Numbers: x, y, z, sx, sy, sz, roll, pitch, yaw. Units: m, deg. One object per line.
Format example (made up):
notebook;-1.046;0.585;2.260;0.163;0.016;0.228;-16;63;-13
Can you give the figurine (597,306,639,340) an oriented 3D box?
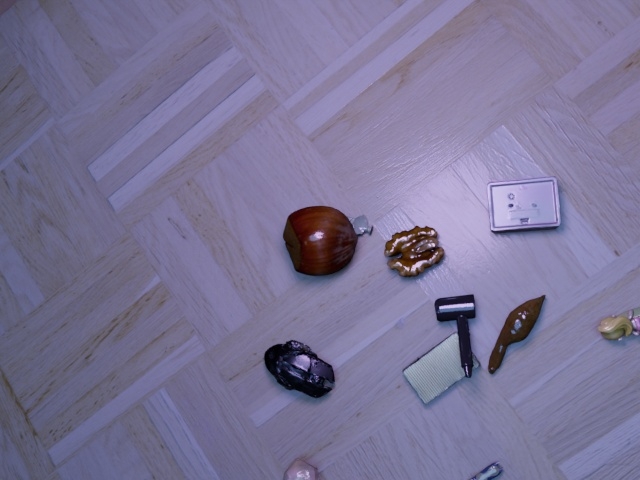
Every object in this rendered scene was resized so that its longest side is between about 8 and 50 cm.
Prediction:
figurine;0.832;0.221;1.780;0.188;0.083;0.083;-11;81;4

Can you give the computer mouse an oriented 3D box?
computer mouse;-0.069;0.388;1.998;0.242;0.077;0.146;22;92;16

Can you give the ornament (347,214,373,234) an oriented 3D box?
ornament;0.114;-0.047;2.016;0.068;0.041;0.092;-39;66;-12

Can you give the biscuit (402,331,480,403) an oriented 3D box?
biscuit;0.345;0.364;1.908;0.199;0.040;0.121;-37;80;9

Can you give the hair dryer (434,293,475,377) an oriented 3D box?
hair dryer;0.384;0.269;1.854;0.114;0.070;0.248;-7;57;14

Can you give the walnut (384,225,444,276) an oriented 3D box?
walnut;0.274;0.035;1.949;0.170;0.069;0.142;-19;78;11

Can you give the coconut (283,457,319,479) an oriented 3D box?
coconut;-0.054;0.700;1.944;0.110;0.110;0.124;-14;87;13

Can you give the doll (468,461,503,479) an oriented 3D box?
doll;0.454;0.661;1.851;0.125;0.027;0.037;-40;68;8

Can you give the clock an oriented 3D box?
clock;0.574;-0.101;1.882;0.192;0.071;0.146;-5;83;15

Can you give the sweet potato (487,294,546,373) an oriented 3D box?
sweet potato;0.537;0.255;1.852;0.075;0.075;0.269;35;97;16

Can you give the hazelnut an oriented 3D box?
hazelnut;0.000;-0.001;1.979;0.181;0.181;0.212;17;118;56
